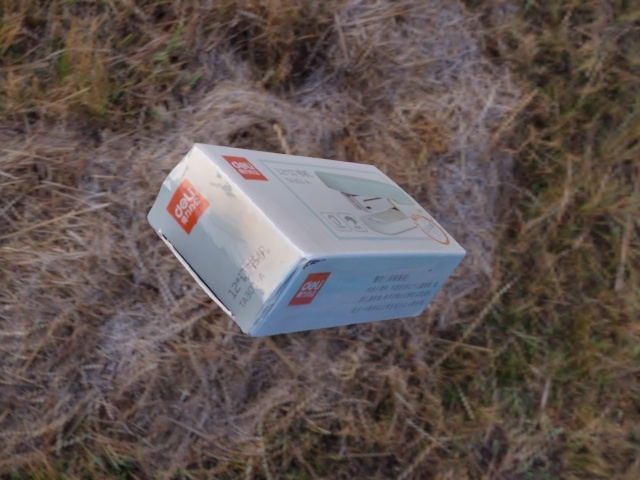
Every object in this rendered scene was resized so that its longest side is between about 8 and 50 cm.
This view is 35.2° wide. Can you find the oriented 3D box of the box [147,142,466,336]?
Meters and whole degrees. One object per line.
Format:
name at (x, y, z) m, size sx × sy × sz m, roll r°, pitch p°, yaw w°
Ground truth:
box at (0.000, 0.000, 0.806) m, size 0.269 × 0.135 × 0.079 m, roll 0°, pitch 130°, yaw -57°
